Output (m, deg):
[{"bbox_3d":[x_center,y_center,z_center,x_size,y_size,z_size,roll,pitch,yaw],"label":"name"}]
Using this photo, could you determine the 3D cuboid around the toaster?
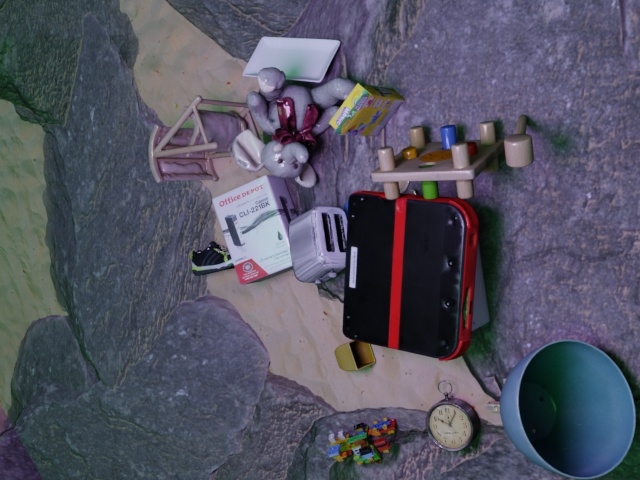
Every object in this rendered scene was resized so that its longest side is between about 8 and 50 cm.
[{"bbox_3d":[0.000,0.000,1.886,0.146,0.129,0.226,-30,61,52],"label":"toaster"}]

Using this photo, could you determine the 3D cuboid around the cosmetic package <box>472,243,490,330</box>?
[{"bbox_3d":[0.284,0.111,1.738,0.225,0.138,0.224,-7,91,35],"label":"cosmetic package"}]

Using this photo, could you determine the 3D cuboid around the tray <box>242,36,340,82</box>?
[{"bbox_3d":[-0.080,-0.499,1.936,0.270,0.030,0.145,13,68,31],"label":"tray"}]

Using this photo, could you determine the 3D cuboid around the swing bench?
[{"bbox_3d":[-0.333,-0.287,2.019,0.255,0.253,0.165,-24,82,32],"label":"swing bench"}]

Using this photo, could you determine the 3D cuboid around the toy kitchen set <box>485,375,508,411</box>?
[{"bbox_3d":[0.438,0.382,1.711,0.075,0.068,0.083,-7,92,33],"label":"toy kitchen set"}]

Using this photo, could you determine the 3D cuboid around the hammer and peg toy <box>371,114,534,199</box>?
[{"bbox_3d":[0.331,-0.190,1.615,0.361,0.266,0.127,1,114,32],"label":"hammer and peg toy"}]

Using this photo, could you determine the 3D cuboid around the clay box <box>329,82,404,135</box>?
[{"bbox_3d":[0.112,-0.326,1.747,0.053,0.222,0.127,48,117,19],"label":"clay box"}]

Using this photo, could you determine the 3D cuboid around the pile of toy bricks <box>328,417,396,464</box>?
[{"bbox_3d":[0.128,0.580,1.926,0.212,0.118,0.105,-25,114,23],"label":"pile of toy bricks"}]

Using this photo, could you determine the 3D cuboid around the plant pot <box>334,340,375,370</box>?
[{"bbox_3d":[0.087,0.318,1.926,0.083,0.082,0.081,-24,83,43],"label":"plant pot"}]

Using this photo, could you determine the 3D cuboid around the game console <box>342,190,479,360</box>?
[{"bbox_3d":[0.207,0.081,1.678,0.342,0.060,0.386,8,99,38],"label":"game console"}]

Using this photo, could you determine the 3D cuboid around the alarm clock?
[{"bbox_3d":[0.337,0.453,1.788,0.129,0.064,0.192,-11,92,33],"label":"alarm clock"}]

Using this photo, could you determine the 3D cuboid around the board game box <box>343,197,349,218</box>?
[{"bbox_3d":[0.094,-0.032,1.883,0.133,0.033,0.168,-137,50,-67],"label":"board game box"}]

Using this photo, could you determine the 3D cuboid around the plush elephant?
[{"bbox_3d":[-0.084,-0.282,1.863,0.330,0.272,0.255,-19,70,61],"label":"plush elephant"}]

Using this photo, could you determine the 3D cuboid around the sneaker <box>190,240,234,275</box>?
[{"bbox_3d":[-0.323,0.048,2.152,0.235,0.084,0.097,-13,87,33],"label":"sneaker"}]

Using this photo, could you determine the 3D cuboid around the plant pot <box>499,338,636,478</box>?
[{"bbox_3d":[0.522,0.381,1.565,0.290,0.290,0.195,66,159,9],"label":"plant pot"}]

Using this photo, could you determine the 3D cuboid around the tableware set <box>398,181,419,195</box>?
[{"bbox_3d":[0.198,-0.096,1.839,0.141,0.020,0.168,49,118,19],"label":"tableware set"}]

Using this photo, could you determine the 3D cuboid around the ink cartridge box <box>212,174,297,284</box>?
[{"bbox_3d":[-0.170,-0.032,2.012,0.197,0.114,0.272,-22,83,23],"label":"ink cartridge box"}]
